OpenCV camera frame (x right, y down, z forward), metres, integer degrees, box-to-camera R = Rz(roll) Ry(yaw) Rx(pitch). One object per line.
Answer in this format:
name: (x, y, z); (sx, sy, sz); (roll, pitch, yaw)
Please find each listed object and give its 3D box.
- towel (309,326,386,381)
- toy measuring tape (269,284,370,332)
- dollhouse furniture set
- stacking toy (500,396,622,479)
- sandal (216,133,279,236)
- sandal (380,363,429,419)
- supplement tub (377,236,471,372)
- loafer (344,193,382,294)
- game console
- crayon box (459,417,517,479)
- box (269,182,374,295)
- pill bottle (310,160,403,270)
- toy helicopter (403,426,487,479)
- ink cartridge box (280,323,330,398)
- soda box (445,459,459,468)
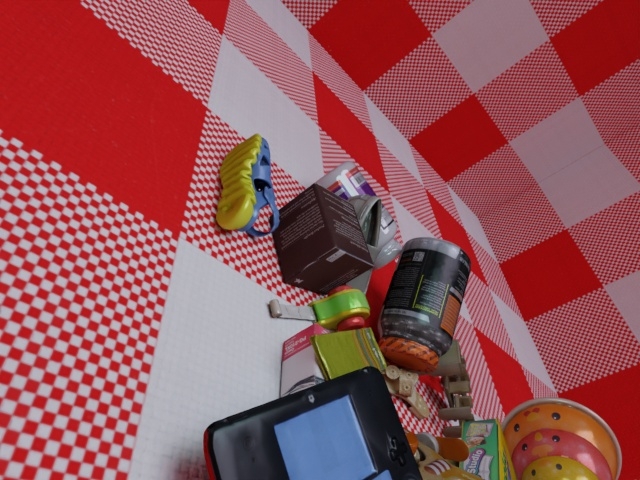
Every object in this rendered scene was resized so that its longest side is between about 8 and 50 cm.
towel: (0.065, 0.232, 0.959); (0.237, 0.021, 0.102); (11, 48, -57)
toy measuring tape: (0.026, 0.157, 1.103); (0.330, 0.121, 0.121); (20, 44, -50)
dollhouse furniture set: (0.350, 0.424, 1.371); (0.212, 0.161, 0.242); (-69, 143, -59)
stacking toy: (0.675, 0.684, 1.288); (0.350, 0.351, 0.480); (59, 21, 7)
sandal: (-0.163, -0.126, 1.115); (0.138, 0.126, 0.317); (39, 39, -38)
sandal: (0.234, 0.380, 1.235); (0.240, 0.079, 0.088); (47, 27, -18)
supplement tub: (0.284, 0.177, 1.297); (0.207, 0.207, 0.337); (40, 61, -30)
loafer: (0.107, 0.031, 1.258); (0.112, 0.112, 0.319); (9, 83, -42)
game console: (0.027, 0.396, 0.708); (0.387, 0.060, 0.341); (-2, 70, -47)
crayon box: (0.411, 0.663, 1.083); (0.312, 0.106, 0.363); (71, 24, -13)
box: (0.000, 0.000, 1.174); (0.167, 0.169, 0.203); (25, 40, -47)
pill bottle: (0.110, -0.070, 1.429); (0.322, 0.182, 0.181); (55, 26, -4)
toy helicopter: (0.254, 0.478, 0.957); (0.355, 0.140, 0.235); (20, 2, 11)
ink cartridge box: (0.012, 0.312, 0.913); (0.172, 0.100, 0.237); (40, 29, -29)
soda box: (0.292, 0.567, 1.138); (0.181, 0.061, 0.058); (26, 39, -46)
